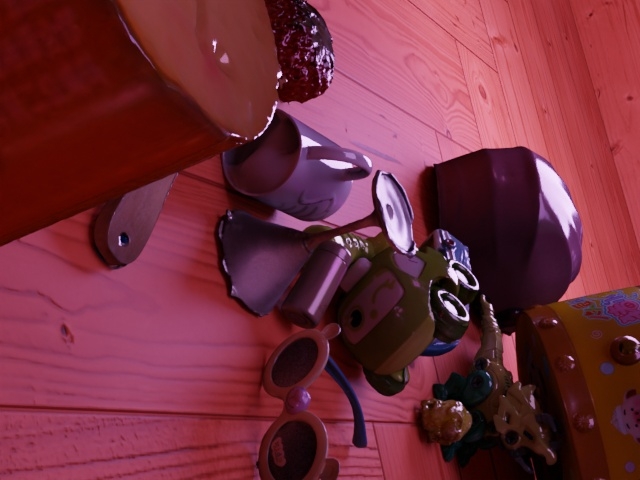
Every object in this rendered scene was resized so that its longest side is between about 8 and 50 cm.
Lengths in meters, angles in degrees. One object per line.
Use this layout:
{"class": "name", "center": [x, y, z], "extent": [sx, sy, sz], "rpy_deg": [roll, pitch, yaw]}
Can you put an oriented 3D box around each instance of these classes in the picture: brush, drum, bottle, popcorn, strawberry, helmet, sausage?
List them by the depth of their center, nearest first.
{"class": "sausage", "center": [-0.204, -0.118, 0.776], "extent": [0.233, 0.287, 0.233], "rpy_deg": [53, 25, -38]}
{"class": "brush", "center": [-0.151, -0.097, 1.172], "extent": [0.070, 0.065, 0.327], "rpy_deg": [62, 34, -35]}
{"class": "bottle", "center": [-0.002, 0.047, 1.344], "extent": [0.045, 0.045, 0.096], "rpy_deg": [52, 58, -38]}
{"class": "strawberry", "center": [-0.035, -0.235, 1.479], "extent": [0.145, 0.086, 0.145], "rpy_deg": [47, 35, -47]}
{"class": "popcorn", "center": [0.160, 0.234, 1.594], "extent": [0.083, 0.068, 0.060], "rpy_deg": [-156, -112, -73]}
{"class": "drum", "center": [0.428, 0.280, 1.769], "extent": [0.431, 0.214, 0.431], "rpy_deg": [170, -90, -89]}
{"class": "helmet", "center": [0.314, -0.012, 1.941], "extent": [0.338, 0.197, 0.271], "rpy_deg": [48, 30, -40]}

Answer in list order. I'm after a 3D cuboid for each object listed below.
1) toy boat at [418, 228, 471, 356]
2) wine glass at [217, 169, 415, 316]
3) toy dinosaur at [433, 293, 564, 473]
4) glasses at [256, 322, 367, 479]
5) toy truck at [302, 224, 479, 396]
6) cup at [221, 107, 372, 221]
{"class": "toy boat", "center": [0.138, 0.067, 1.662], "extent": [0.102, 0.088, 0.215], "rpy_deg": [20, 46, -17]}
{"class": "wine glass", "center": [0.000, 0.000, 1.260], "extent": [0.122, 0.182, 0.122], "rpy_deg": [46, 35, -47]}
{"class": "toy dinosaur", "center": [0.225, 0.200, 1.664], "extent": [0.094, 0.153, 0.259], "rpy_deg": [36, 33, -56]}
{"class": "glasses", "center": [-0.006, 0.217, 1.271], "extent": [0.221, 0.088, 0.190], "rpy_deg": [74, 12, -50]}
{"class": "toy truck", "center": [0.079, 0.058, 1.460], "extent": [0.210, 0.148, 0.187], "rpy_deg": [48, 24, 12]}
{"class": "cup", "center": [-0.021, -0.073, 1.339], "extent": [0.099, 0.136, 0.133], "rpy_deg": [-61, 150, 2]}
